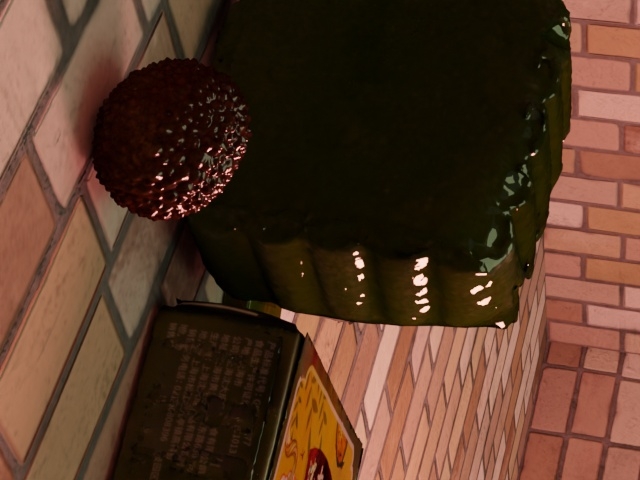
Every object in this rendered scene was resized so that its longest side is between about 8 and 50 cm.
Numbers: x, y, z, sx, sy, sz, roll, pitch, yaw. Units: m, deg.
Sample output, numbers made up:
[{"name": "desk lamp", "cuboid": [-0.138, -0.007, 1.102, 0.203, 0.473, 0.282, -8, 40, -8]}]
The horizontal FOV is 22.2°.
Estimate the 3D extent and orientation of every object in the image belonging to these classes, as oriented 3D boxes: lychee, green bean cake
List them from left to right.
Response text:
[{"name": "lychee", "cuboid": [-0.113, -0.081, 1.245, 0.129, 0.123, 0.123, -46, -164, 45]}, {"name": "green bean cake", "cuboid": [0.057, -0.090, 1.502, 0.218, 0.319, 0.335, 76, 30, -61]}]

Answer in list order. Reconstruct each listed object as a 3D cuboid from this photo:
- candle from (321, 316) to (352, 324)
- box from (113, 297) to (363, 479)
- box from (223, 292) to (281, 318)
[{"name": "candle", "cuboid": [0.009, 0.000, 1.818, 0.168, 0.068, 0.192, -9, 106, -71]}, {"name": "box", "cuboid": [-0.091, 0.316, 1.498, 0.373, 0.138, 0.420, 66, 36, -64]}, {"name": "box", "cuboid": [-0.057, 0.000, 1.663, 0.121, 0.030, 0.193, 27, 72, -74]}]
